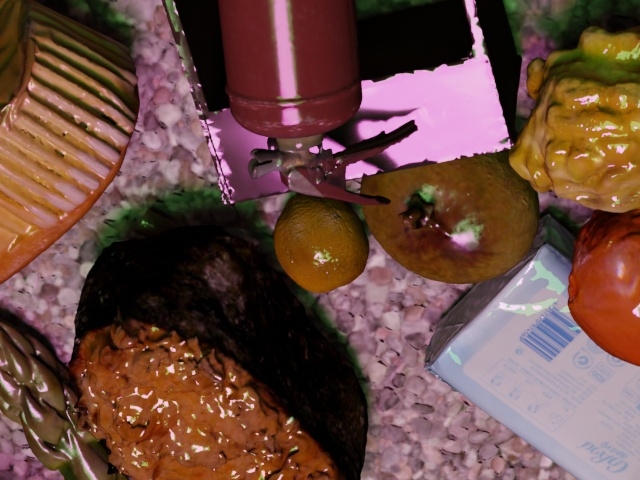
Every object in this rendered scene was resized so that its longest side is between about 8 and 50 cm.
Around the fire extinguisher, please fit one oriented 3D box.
[{"bbox_3d":[-0.004,-0.172,1.416,0.147,0.106,0.337,-12,115,-12],"label":"fire extinguisher"}]

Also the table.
[{"bbox_3d":[0.012,-0.212,1.552,0.250,0.196,0.282,-12,113,14],"label":"table"}]

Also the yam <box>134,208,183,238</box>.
[{"bbox_3d":[-0.106,0.015,1.775,0.145,0.032,0.032,30,118,-10],"label":"yam"}]

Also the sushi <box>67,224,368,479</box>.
[{"bbox_3d":[-0.104,0.156,1.745,0.234,0.207,0.348,-25,122,28],"label":"sushi"}]

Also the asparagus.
[{"bbox_3d":[-0.260,0.176,1.858,0.080,0.080,0.287,-27,110,20],"label":"asparagus"}]

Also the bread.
[{"bbox_3d":[-0.282,-0.076,1.669,0.156,0.204,0.288,32,123,-32],"label":"bread"}]

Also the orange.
[{"bbox_3d":[0.000,0.000,1.724,0.085,0.085,0.095,-25,91,19],"label":"orange"}]

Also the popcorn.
[{"bbox_3d":[0.248,-0.109,1.570,0.197,0.197,0.155,-16,106,15],"label":"popcorn"}]

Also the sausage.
[{"bbox_3d":[0.336,0.037,1.625,0.268,0.141,0.153,3,101,-27],"label":"sausage"}]

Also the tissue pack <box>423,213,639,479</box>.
[{"bbox_3d":[0.250,0.119,1.754,0.263,0.089,0.177,35,118,-14],"label":"tissue pack"}]

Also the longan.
[{"bbox_3d":[0.110,-0.030,1.644,0.154,0.176,0.145,-5,103,22],"label":"longan"}]
